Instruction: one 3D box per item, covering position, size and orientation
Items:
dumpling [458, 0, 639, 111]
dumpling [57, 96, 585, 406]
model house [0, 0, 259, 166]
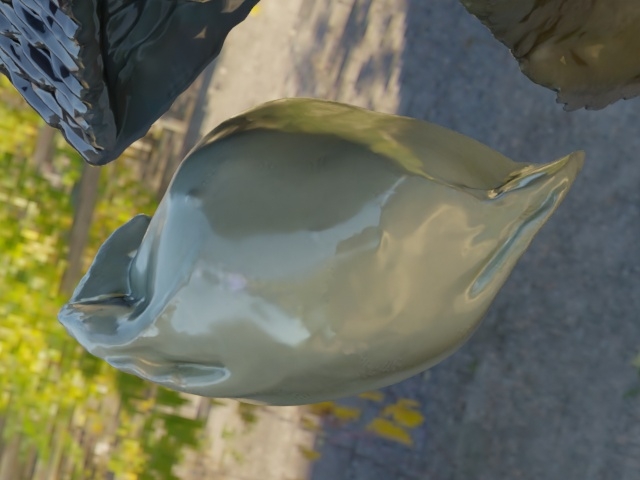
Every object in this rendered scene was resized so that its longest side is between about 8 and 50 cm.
[{"bbox_3d":[0.139,-0.132,0.616,0.166,0.332,0.086,-47,58,44],"label":"dumpling"},{"bbox_3d":[0.000,0.000,0.724,0.162,0.250,0.132,-98,-10,-70],"label":"dumpling"},{"bbox_3d":[-0.118,-0.221,0.717,0.297,0.360,0.339,-36,-14,-48],"label":"model house"}]
